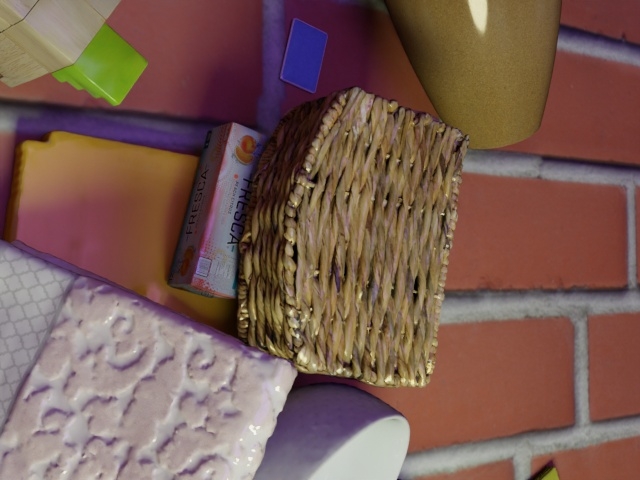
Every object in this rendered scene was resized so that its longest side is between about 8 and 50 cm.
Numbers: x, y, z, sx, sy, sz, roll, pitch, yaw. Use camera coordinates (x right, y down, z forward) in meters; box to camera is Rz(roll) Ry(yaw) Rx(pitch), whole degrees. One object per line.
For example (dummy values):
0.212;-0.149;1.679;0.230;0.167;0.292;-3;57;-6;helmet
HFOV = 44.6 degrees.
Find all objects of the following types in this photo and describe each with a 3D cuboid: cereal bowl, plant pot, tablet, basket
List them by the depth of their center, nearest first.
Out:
-0.058;0.286;0.818;0.339;0.141;0.338;-40;147;-33;cereal bowl
0.000;0.000;0.869;0.214;0.223;0.299;14;82;-31;basket
-0.021;-0.233;0.988;0.054;0.006;0.083;18;80;-32;tablet
0.214;-0.259;1.029;0.237;0.237;0.254;-31;118;-30;plant pot

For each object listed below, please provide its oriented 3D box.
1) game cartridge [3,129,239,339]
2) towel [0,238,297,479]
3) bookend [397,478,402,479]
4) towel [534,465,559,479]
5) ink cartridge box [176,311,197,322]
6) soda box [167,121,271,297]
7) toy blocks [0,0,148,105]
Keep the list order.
-0.196;0.060;0.844;0.286;0.053;0.323;9;81;-32;game cartridge
-0.223;0.196;0.669;0.331;0.317;0.053;-66;164;-6;towel
0.093;0.407;1.001;0.157;0.072;0.156;44;66;-24;bookend
0.282;0.437;1.155;0.237;0.021;0.102;-27;108;-32;towel
-0.155;0.139;0.818;0.063;0.029;0.115;38;69;-26;ink cartridge box
-0.106;-0.030;0.840;0.058;0.063;0.183;21;76;-32;soda box
-0.344;-0.257;0.645;0.381;0.261;0.190;41;65;-32;toy blocks
